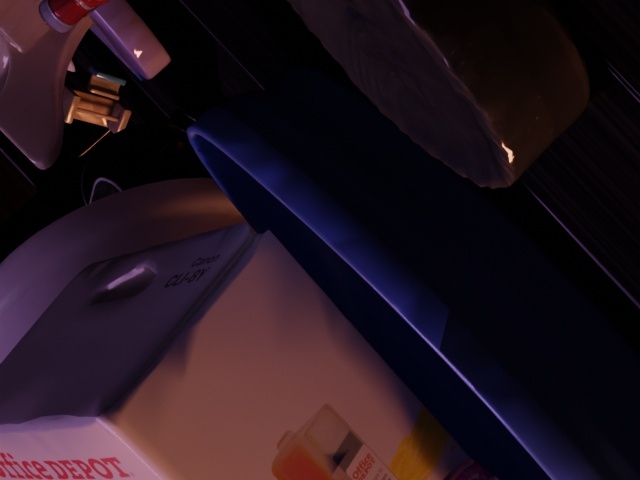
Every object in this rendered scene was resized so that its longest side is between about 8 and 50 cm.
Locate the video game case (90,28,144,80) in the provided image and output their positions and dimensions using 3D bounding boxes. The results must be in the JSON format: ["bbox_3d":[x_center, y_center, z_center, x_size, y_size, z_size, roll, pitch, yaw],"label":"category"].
[{"bbox_3d":[-0.247,-0.244,1.585,0.166,0.015,0.119,46,175,17],"label":"video game case"}]

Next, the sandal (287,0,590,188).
[{"bbox_3d":[-0.092,-0.170,0.432,0.446,0.107,0.167,49,174,-15],"label":"sandal"}]

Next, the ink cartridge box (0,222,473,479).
[{"bbox_3d":[-0.028,0.194,1.009,0.384,0.160,0.279,49,151,-16],"label":"ink cartridge box"}]

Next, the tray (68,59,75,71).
[{"bbox_3d":[-0.355,-0.300,1.716,0.145,0.030,0.270,46,165,25],"label":"tray"}]

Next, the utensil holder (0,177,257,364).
[{"bbox_3d":[-0.104,0.191,1.391,0.385,0.328,0.327,61,-178,27],"label":"utensil holder"}]

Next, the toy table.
[{"bbox_3d":[-0.283,-0.205,1.392,0.274,0.161,0.252,43,174,25],"label":"toy table"}]

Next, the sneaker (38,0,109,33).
[{"bbox_3d":[-0.180,-0.210,1.229,0.042,0.067,0.118,46,-155,-18],"label":"sneaker"}]

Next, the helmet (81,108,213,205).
[{"bbox_3d":[-0.156,-0.045,1.556,0.169,0.169,0.161,48,158,-6],"label":"helmet"}]

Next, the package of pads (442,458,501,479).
[{"bbox_3d":[0.110,0.169,0.902,0.083,0.032,0.050,48,172,-18],"label":"package of pads"}]

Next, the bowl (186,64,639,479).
[{"bbox_3d":[0.083,0.056,0.876,0.391,0.077,0.391,46,174,6],"label":"bowl"}]

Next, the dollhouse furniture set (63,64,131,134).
[{"bbox_3d":[-0.335,-0.234,1.969,0.184,0.129,0.129,15,-165,-34],"label":"dollhouse furniture set"}]
